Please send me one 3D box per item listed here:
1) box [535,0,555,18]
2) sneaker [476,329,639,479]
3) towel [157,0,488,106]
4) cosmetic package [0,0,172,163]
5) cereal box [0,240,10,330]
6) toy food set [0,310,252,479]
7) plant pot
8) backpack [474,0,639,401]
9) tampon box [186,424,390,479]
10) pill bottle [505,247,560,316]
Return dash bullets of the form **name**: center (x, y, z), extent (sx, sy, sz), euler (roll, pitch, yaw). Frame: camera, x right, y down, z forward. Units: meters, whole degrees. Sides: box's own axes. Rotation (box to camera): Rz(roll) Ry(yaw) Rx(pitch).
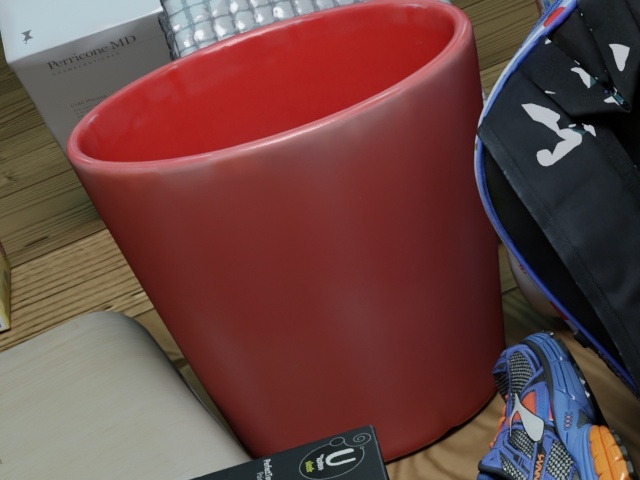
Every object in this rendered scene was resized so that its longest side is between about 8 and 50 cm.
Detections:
- **box**: center (0.296, -0.180, 0.967), extent (0.299, 0.142, 0.154), euler (-18, 22, 0)
- **sneaker**: center (0.122, 0.120, 0.842), extent (0.087, 0.083, 0.221), euler (-25, 18, 5)
- **towel**: center (0.011, -0.106, 1.241), extent (0.235, 0.284, 0.121), euler (-16, -17, -9)
- **cosmetic package**: center (-0.083, -0.181, 1.451), extent (0.377, 0.284, 0.097), euler (-18, 61, 1)
- **cereal box**: center (-0.410, 0.073, 1.417), extent (0.240, 0.047, 0.173), euler (-21, 22, -5)
- **toy food set**: center (-0.202, 0.177, 0.978), extent (0.306, 0.092, 0.220), euler (-27, 35, -15)
- **plant pot**: center (0.000, 0.000, 0.998), extent (0.274, 0.243, 0.275), euler (-17, 22, 7)
- **backpack**: center (0.221, -0.041, 0.806), extent (0.276, 0.263, 0.213), euler (-44, 9, 14)
- **tampon box**: center (-0.028, 0.185, 0.770), extent (0.161, 0.101, 0.120), euler (-17, 22, 1)
- **pill bottle**: center (0.248, -0.019, 0.993), extent (0.229, 0.131, 0.131), euler (-4, 26, 31)
